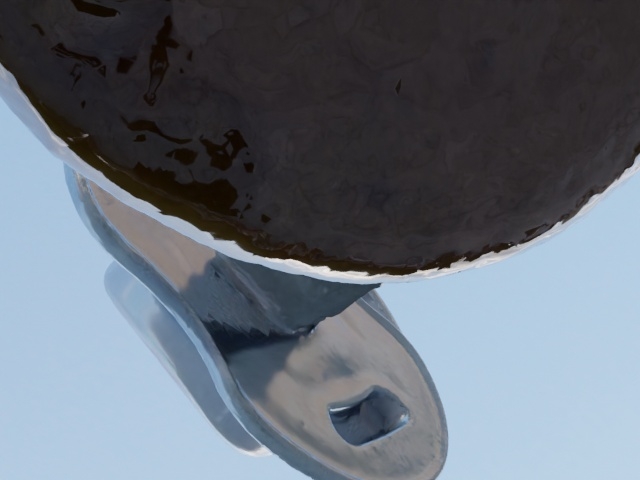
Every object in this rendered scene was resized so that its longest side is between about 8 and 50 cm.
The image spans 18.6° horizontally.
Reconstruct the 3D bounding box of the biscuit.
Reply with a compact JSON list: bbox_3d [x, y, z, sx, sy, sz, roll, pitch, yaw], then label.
[{"bbox_3d":[0.011,-0.094,0.368,0.212,0.036,0.212,-2,-87,-29],"label":"biscuit"}]

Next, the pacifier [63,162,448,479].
[{"bbox_3d":[0.000,0.000,1.056,0.279,0.207,0.227,50,-151,13],"label":"pacifier"}]
